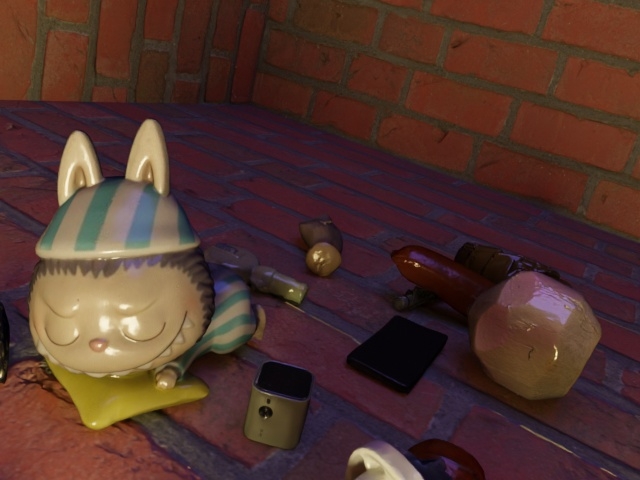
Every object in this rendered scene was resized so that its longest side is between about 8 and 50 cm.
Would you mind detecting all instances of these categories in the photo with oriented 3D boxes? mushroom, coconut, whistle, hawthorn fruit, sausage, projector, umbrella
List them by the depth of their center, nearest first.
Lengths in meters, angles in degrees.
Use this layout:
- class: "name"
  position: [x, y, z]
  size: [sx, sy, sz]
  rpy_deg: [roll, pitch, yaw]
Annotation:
- class: "hawthorn fruit"
  position: [0.149, 0.306, 0.706]
  size: [0.128, 0.128, 0.128]
  rpy_deg: [13, 20, -5]
- class: "projector"
  position: [-0.058, 0.229, 0.802]
  size: [0.083, 0.082, 0.083]
  rpy_deg: [14, 20, 1]
- class: "coconut"
  position: [0.389, 0.169, 1.075]
  size: [0.230, 0.227, 0.227]
  rpy_deg: [31, 25, 24]
- class: "whistle"
  position: [-0.148, 0.065, 1.200]
  size: [0.257, 0.067, 0.126]
  rpy_deg: [22, 22, 12]
- class: "sausage"
  position: [0.316, 0.107, 1.282]
  size: [0.348, 0.094, 0.097]
  rpy_deg: [32, 25, 1]
- class: "umbrella"
  position: [0.236, 0.125, 1.331]
  size: [0.188, 0.050, 0.046]
  rpy_deg: [-8, 2, -42]
- class: "mushroom"
  position: [0.007, 0.004, 1.432]
  size: [0.108, 0.096, 0.247]
  rpy_deg: [35, 17, -21]

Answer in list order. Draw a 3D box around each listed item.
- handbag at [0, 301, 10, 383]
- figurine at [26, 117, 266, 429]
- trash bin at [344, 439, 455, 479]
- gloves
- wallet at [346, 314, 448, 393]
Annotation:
- class: "handbag"
  position: [-0.492, 0.147, 0.759]
  size: [0.139, 0.072, 0.115]
  rpy_deg: [-10, 31, -24]
- class: "figurine"
  position: [-0.220, 0.020, 0.824]
  size: [0.266, 0.378, 0.361]
  rpy_deg: [26, 24, 27]
- class: "trash bin"
  position: [0.005, 0.340, 0.346]
  size: [0.367, 0.256, 0.296]
  rpy_deg: [-10, 33, -37]
- class: "gloves"
  position: [0.461, 0.104, 1.398]
  size: [0.141, 0.154, 0.331]
  rpy_deg: [20, 8, -33]
- class: "wallet"
  position: [0.151, 0.209, 1.084]
  size: [0.124, 0.025, 0.244]
  rpy_deg: [23, 23, 22]
